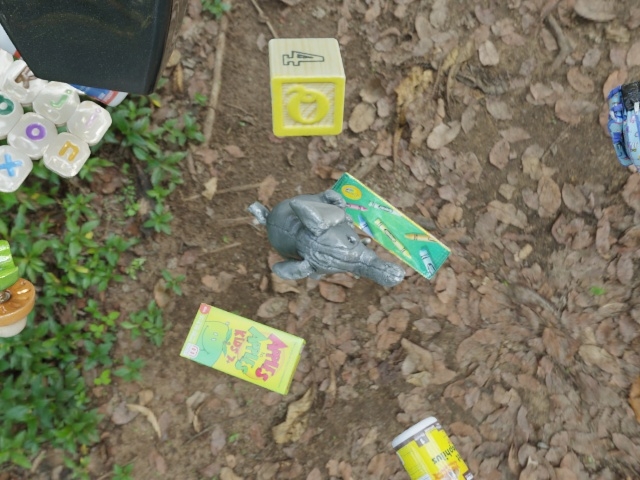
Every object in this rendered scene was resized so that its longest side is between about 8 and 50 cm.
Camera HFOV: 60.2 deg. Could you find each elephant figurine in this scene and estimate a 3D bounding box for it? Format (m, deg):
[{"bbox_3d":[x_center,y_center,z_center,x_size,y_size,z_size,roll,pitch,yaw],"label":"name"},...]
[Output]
[{"bbox_3d":[0.000,0.000,0.886,0.186,0.239,0.169,-25,104,0],"label":"elephant figurine"}]

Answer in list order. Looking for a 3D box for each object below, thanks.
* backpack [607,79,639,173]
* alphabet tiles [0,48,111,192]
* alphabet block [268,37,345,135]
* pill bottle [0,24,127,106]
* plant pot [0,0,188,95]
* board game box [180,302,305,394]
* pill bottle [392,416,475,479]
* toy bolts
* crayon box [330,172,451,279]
[{"bbox_3d":[0.606,-0.195,1.022,0.117,0.158,0.173,-10,54,37],"label":"backpack"},{"bbox_3d":[-0.492,-0.224,0.876,0.021,0.284,0.277,-22,41,57],"label":"alphabet tiles"},{"bbox_3d":[-0.041,-0.419,1.507,0.194,0.192,0.197,-4,50,-3],"label":"alphabet block"},{"bbox_3d":[-0.360,-0.290,0.757,0.124,0.222,0.124,-35,42,39],"label":"pill bottle"},{"bbox_3d":[-0.231,-0.265,0.582,0.188,0.167,0.188,7,45,-7],"label":"plant pot"},{"bbox_3d":[-0.126,0.177,0.905,0.181,0.043,0.092,18,75,9],"label":"board game box"},{"bbox_3d":[0.257,0.503,1.196,0.117,0.117,0.215,-38,67,13],"label":"pill bottle"},{"bbox_3d":[-0.600,0.068,0.906,0.228,0.218,0.158,48,139,41],"label":"toy bolts"},{"bbox_3d":[0.149,-0.035,1.222,0.278,0.165,0.081,38,98,5],"label":"crayon box"}]
